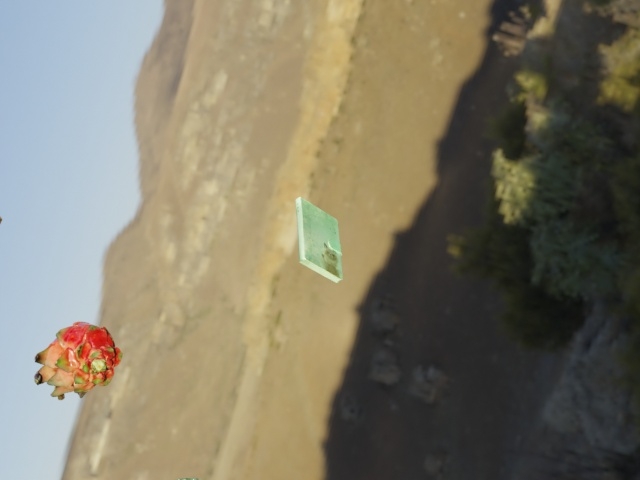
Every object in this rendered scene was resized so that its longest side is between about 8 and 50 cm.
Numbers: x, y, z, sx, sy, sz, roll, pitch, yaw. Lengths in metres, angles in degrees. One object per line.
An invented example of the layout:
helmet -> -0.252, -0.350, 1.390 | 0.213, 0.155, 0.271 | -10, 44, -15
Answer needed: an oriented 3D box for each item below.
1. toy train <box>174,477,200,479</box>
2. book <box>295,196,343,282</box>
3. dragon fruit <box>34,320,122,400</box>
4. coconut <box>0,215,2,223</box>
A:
toy train -> -0.279, 0.426, 1.879 | 0.203, 0.163, 0.112 | -17, 75, 37
book -> 0.000, 0.000, 2.137 | 0.017, 0.103, 0.135 | -32, 45, 31
dragon fruit -> -0.408, 0.205, 2.105 | 0.121, 0.142, 0.130 | -76, -33, -81
coconut -> -0.662, -0.030, 1.945 | 0.323, 0.323, 0.323 | -164, 90, -84
